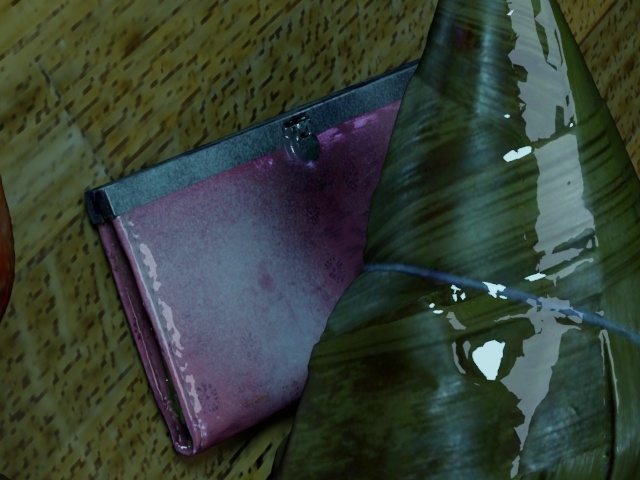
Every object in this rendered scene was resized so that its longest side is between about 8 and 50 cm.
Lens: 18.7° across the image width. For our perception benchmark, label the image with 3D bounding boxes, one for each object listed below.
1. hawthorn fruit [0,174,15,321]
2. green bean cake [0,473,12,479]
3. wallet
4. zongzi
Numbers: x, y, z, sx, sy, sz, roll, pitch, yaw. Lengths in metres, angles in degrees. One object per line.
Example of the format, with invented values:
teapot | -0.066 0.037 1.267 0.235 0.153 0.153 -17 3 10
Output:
hawthorn fruit | -0.166 -0.015 0.630 0.133 0.133 0.138 13 58 -44
green bean cake | -0.078 0.158 0.611 0.097 0.233 0.198 17 71 -21
wallet | 0.000 0.000 0.872 0.232 0.025 0.119 -26 101 -45
zongzi | 0.119 0.001 0.867 0.286 0.138 0.300 -1 99 -51
